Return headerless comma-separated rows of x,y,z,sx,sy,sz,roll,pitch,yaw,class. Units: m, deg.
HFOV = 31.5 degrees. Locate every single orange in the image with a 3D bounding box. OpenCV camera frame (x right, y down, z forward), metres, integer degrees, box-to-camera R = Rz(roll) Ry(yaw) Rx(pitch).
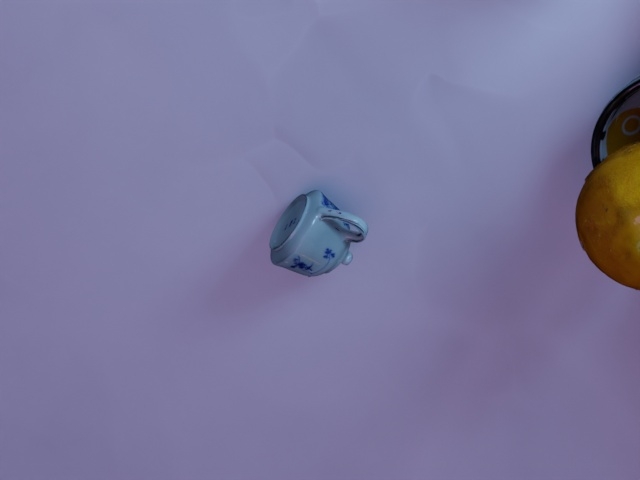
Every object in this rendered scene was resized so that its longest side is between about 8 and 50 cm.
0.506,-0.039,1.717,0.240,0.240,0.240,8,122,12,orange

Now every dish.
0.576,-0.170,1.814,0.303,0.120,0.303,8,122,12,dish

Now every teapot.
0.000,0.000,2.083,0.159,0.159,0.232,42,143,-10,teapot
